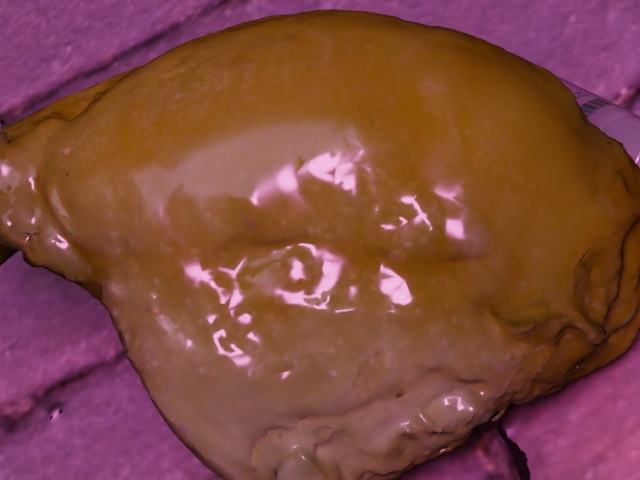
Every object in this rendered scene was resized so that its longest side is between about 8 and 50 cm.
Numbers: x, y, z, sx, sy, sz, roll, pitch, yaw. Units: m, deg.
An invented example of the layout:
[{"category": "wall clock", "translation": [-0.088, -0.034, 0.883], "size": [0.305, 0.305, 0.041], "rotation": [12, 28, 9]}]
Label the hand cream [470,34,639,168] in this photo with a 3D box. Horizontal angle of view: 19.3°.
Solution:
[{"category": "hand cream", "translation": [0.122, -0.064, 1.037], "size": [0.174, 0.047, 0.076], "rotation": [26, 75, 44]}]

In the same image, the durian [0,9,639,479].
[{"category": "durian", "translation": [0.000, 0.000, 0.963], "size": [0.340, 0.204, 0.255], "rotation": [-25, 81, 4]}]
